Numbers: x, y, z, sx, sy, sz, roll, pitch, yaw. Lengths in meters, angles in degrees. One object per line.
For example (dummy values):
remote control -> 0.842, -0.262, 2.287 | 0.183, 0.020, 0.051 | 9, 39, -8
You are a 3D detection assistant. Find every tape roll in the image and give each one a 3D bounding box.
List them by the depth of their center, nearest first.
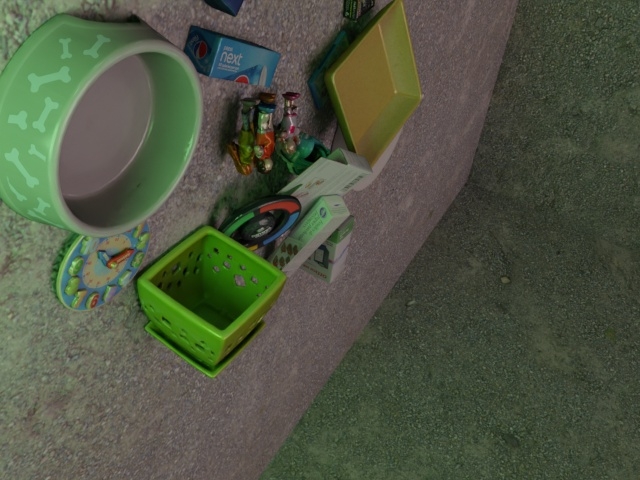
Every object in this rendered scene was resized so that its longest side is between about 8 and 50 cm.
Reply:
tape roll -> 0.158, -0.340, 1.943 | 0.392, 0.072, 0.392 | -50, 157, -31

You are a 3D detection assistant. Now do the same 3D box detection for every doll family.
doll family -> -0.127, -0.223, 1.339 | 0.263, 0.118, 0.163 | -53, 152, -64

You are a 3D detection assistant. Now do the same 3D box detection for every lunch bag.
lunch bag -> -0.159, -0.417, 1.031 | 0.065, 0.067, 0.098 | -63, 162, 2

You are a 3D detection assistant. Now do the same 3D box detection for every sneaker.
sneaker -> -0.027, -0.208, 1.583 | 0.107, 0.110, 0.275 | -64, 162, 2

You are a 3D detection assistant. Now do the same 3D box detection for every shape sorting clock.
shape sorting clock -> -0.375, 0.037, 1.114 | 0.206, 0.040, 0.206 | -51, 157, -31

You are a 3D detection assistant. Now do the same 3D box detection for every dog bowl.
dog bowl -> -0.308, -0.160, 0.938 | 0.349, 0.102, 0.349 | -51, 158, -29

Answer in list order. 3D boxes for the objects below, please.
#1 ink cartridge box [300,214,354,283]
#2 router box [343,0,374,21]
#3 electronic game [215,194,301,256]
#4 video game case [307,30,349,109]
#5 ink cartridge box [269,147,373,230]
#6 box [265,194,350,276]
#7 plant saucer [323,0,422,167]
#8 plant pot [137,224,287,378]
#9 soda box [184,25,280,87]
ink cartridge box -> 0.000, 0.000, 1.855 | 0.093, 0.154, 0.212 | -45, 155, -41
router box -> 0.096, -0.595, 1.496 | 0.092, 0.038, 0.122 | -50, 156, -35
electronic game -> -0.146, -0.032, 1.469 | 0.229, 0.048, 0.229 | -27, 161, -10
video game case -> 0.027, -0.423, 1.582 | 0.166, 0.015, 0.119 | -58, 161, -12
ink cartridge box -> -0.040, -0.125, 1.543 | 0.275, 0.060, 0.239 | -36, 157, 26
box -> -0.041, -0.003, 1.667 | 0.067, 0.063, 0.324 | -11, 155, -40
plant saucer -> 0.130, -0.400, 1.645 | 0.333, 0.081, 0.333 | -54, 143, -25
plant pot -> -0.236, 0.142, 1.348 | 0.227, 0.228, 0.207 | -45, 161, -42
soda box -> -0.157, -0.330, 1.151 | 0.210, 0.067, 0.071 | -17, 131, -64
